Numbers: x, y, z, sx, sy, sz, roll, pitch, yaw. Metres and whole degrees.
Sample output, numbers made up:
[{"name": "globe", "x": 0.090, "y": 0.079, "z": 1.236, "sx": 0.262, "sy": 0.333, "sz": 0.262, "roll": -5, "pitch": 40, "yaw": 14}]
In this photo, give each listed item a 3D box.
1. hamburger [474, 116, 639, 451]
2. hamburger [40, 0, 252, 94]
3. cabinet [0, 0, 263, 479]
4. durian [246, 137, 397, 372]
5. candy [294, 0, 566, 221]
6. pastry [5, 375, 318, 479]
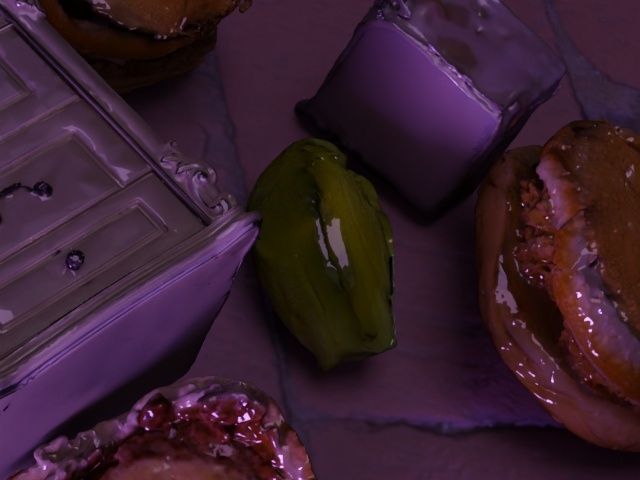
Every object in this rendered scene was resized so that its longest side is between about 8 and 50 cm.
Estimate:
[{"name": "hamburger", "x": 0.266, "y": 0.046, "z": 1.601, "sx": 0.318, "sy": 0.158, "sz": 0.318, "roll": 24, "pitch": 46, "yaw": -28}, {"name": "hamburger", "x": -0.194, "y": -0.234, "z": 1.643, "sx": 0.244, "sy": 0.163, "sz": 0.244, "roll": 18, "pitch": 47, "yaw": -21}, {"name": "cabinet", "x": -0.268, "y": -0.003, "z": 1.344, "sx": 0.318, "sy": 0.227, "sz": 0.290, "roll": 46, "pitch": 53, "yaw": 13}, {"name": "durian", "x": 0.000, "y": 0.000, "z": 1.581, "sx": 0.139, "sy": 0.101, "sz": 0.250, "roll": 37, "pitch": 29, "yaw": -49}, {"name": "candy", "x": 0.100, "y": -0.140, "z": 1.674, "sx": 0.185, "sy": 0.195, "sz": 0.137, "roll": 40, "pitch": 50, "yaw": 6}, {"name": "pastry", "x": -0.101, "y": 0.245, "z": 1.294, "sx": 0.237, "sy": 0.170, "sz": 0.256, "roll": -24, "pitch": 63, "yaw": -11}]
